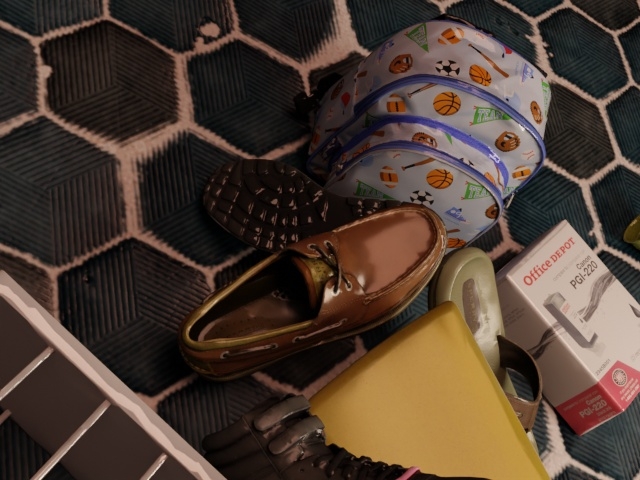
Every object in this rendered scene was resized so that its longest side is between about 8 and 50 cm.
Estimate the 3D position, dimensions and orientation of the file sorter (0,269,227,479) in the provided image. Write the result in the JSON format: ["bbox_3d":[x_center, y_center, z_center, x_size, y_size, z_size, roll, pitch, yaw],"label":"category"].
[{"bbox_3d":[-0.245,0.206,0.953,0.277,0.193,0.173,44,53,-1],"label":"file sorter"}]

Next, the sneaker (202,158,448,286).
[{"bbox_3d":[0.000,0.000,1.294,0.283,0.124,0.107,18,68,8],"label":"sneaker"}]

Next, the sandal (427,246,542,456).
[{"bbox_3d":[0.193,0.153,1.249,0.120,0.086,0.303,-36,120,-40],"label":"sandal"}]

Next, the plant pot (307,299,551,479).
[{"bbox_3d":[0.068,0.216,1.137,0.187,0.212,0.212,-20,74,-25],"label":"plant pot"}]

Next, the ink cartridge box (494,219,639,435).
[{"bbox_3d":[0.314,0.105,1.415,0.218,0.092,0.158,49,49,5],"label":"ink cartridge box"}]

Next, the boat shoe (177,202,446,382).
[{"bbox_3d":[-0.001,0.051,1.155,0.307,0.104,0.111,-31,73,-8],"label":"boat shoe"}]

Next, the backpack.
[{"bbox_3d":[0.132,-0.123,1.325,0.276,0.263,0.213,21,50,-20],"label":"backpack"}]

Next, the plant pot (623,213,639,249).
[{"bbox_3d":[0.485,0.002,1.596,0.079,0.083,0.083,48,48,-14],"label":"plant pot"}]

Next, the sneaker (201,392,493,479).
[{"bbox_3d":[0.011,0.199,0.977,0.104,0.295,0.147,-7,82,-62],"label":"sneaker"}]
